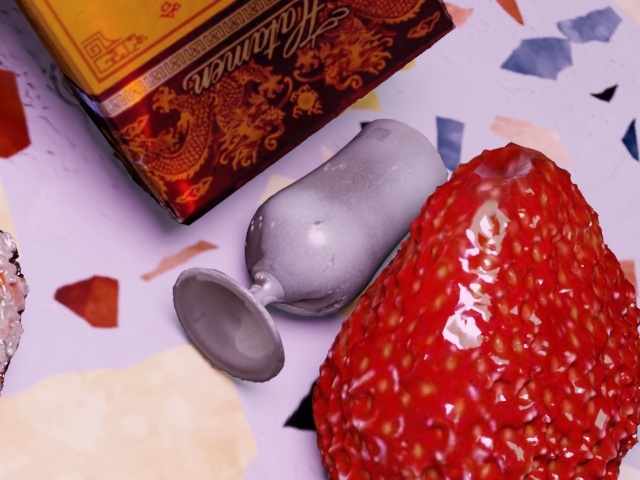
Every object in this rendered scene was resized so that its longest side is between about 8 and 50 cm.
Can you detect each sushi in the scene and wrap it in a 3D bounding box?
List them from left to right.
[{"bbox_3d":[-0.250,0.057,1.079,0.090,0.078,0.150,12,61,-19],"label":"sushi"}]

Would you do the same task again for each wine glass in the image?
[{"bbox_3d":[0.000,0.000,1.203,0.103,0.103,0.231,46,54,3],"label":"wine glass"}]

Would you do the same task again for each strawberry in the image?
[{"bbox_3d":[0.125,0.093,1.133,0.261,0.257,0.261,16,53,-22],"label":"strawberry"}]

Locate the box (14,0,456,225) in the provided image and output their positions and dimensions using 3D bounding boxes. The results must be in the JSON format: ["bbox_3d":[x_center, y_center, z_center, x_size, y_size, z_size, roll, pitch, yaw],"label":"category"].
[{"bbox_3d":[-0.110,-0.244,1.098,0.264,0.116,0.415,-38,121,-8],"label":"box"}]
